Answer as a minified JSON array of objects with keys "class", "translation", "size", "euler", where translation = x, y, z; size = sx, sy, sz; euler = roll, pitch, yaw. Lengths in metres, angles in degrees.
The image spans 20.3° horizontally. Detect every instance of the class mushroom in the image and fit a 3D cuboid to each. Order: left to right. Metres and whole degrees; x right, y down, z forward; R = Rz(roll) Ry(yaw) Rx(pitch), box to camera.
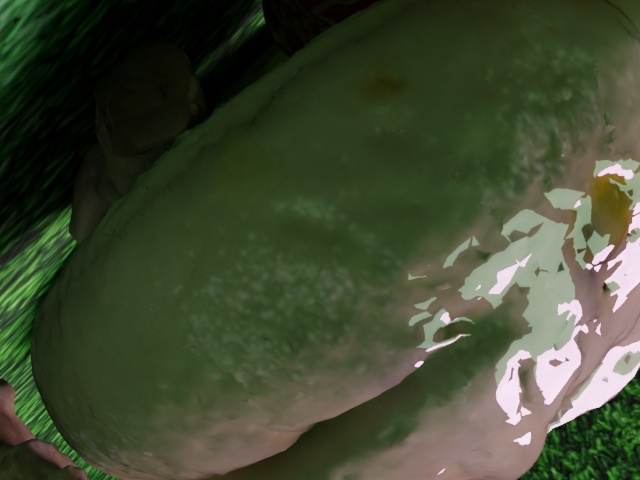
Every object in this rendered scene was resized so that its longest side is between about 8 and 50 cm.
[{"class":"mushroom","translation":[-0.099,-0.042,0.904],"size":[0.059,0.054,0.202],"euler":[-40,178,-20]}]

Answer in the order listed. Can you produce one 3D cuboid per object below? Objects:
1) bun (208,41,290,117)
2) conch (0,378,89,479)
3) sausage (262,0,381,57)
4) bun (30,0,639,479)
[{"class":"bun","translation":[0.000,0.005,1.197],"size":[0.364,0.202,0.364],"euler":[-46,173,-7]},{"class":"conch","translation":[-0.242,0.220,0.821],"size":[0.352,0.210,0.297],"euler":[-48,159,12]},{"class":"sausage","translation":[0.021,-0.151,0.874],"size":[0.083,0.083,0.264],"euler":[-46,175,-23]},{"class":"bun","translation":[0.046,0.013,0.854],"size":[0.365,0.219,0.365],"euler":[-41,175,-5]}]
